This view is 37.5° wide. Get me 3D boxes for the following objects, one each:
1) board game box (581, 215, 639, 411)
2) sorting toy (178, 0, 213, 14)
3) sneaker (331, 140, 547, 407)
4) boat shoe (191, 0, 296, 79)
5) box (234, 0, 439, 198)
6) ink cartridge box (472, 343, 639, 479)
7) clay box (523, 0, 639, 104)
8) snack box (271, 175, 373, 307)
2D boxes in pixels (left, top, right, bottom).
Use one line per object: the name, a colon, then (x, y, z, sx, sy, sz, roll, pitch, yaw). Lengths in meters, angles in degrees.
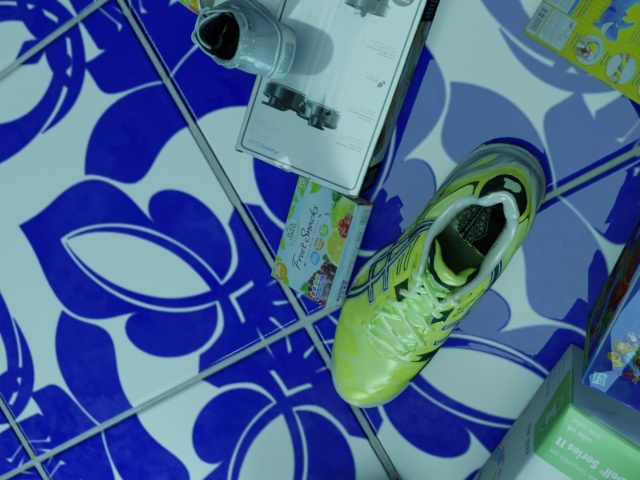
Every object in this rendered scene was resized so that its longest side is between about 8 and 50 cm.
board game box: (0.386, -0.018, 0.979, 0.078, 0.233, 0.347, 25, 108, 11)
sorting toy: (-0.165, -0.329, 1.183, 0.075, 0.045, 0.083, 28, 109, 29)
sneaker: (0.118, 0.050, 1.121, 0.145, 0.147, 0.384, 33, 111, 6)
boat shoe: (-0.103, -0.242, 1.089, 0.081, 0.227, 0.079, 10, 107, -28)
box: (0.025, -0.216, 1.121, 0.169, 0.087, 0.290, 21, 107, 11)
ink cartridge box: (0.243, 0.318, 1.109, 0.119, 0.207, 0.353, 32, 109, 6)
clay box: (0.337, -0.221, 0.994, 0.222, 0.053, 0.127, 44, 113, 33)
snack box: (0.000, 0.000, 1.185, 0.100, 0.037, 0.141, 29, 110, 36)
